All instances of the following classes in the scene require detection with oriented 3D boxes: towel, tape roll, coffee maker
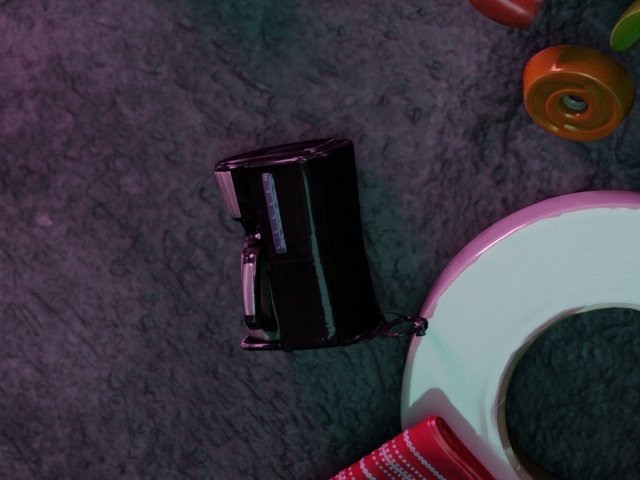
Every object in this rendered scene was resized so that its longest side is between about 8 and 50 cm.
[{"bbox_3d":[0.077,0.292,1.626,0.199,0.031,0.275,48,124,-6],"label":"towel"},{"bbox_3d":[0.264,0.149,1.614,0.392,0.072,0.392,1,102,3],"label":"tape roll"},{"bbox_3d":[0.000,0.000,1.573,0.171,0.120,0.178,-8,100,3],"label":"coffee maker"}]

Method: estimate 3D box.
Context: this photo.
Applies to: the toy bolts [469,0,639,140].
[{"bbox_3d":[0.234,-0.224,1.526,0.228,0.158,0.218,32,143,-14],"label":"toy bolts"}]
